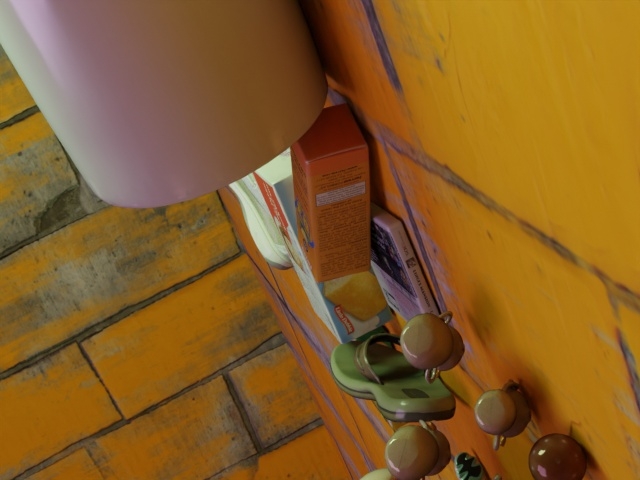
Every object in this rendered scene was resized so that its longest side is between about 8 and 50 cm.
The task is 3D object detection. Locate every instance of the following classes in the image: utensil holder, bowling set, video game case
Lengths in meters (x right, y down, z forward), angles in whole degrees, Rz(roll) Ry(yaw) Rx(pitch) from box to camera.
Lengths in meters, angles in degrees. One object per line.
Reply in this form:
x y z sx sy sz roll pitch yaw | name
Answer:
-0.195 -0.273 1.205 0.386 0.327 0.327 66 172 -30 | utensil holder
0.162 0.223 1.121 0.154 0.199 0.287 28 -105 -70 | bowling set
0.092 0.032 1.408 0.173 0.022 0.190 66 172 -20 | video game case

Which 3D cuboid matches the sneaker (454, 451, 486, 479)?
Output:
0.213 0.341 1.559 0.098 0.038 0.069 60 170 21 | sneaker

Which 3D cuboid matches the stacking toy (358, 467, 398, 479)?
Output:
0.191 0.495 1.250 0.479 0.351 0.351 22 157 16 | stacking toy

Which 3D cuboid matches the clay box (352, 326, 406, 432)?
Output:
0.092 0.207 1.833 0.127 0.053 0.222 51 166 55 | clay box

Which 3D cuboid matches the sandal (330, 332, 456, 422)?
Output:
0.102 0.173 1.543 0.303 0.120 0.086 -160 62 -70 | sandal

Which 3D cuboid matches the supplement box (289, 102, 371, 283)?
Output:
0.013 -0.050 1.341 0.233 0.080 0.078 83 167 -52 | supplement box

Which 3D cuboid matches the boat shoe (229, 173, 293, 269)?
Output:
-0.095 -0.112 1.869 0.118 0.103 0.320 -12 -104 -58 | boat shoe

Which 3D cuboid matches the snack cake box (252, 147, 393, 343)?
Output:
0.000 0.000 1.636 0.264 0.089 0.152 66 173 -20 | snack cake box
